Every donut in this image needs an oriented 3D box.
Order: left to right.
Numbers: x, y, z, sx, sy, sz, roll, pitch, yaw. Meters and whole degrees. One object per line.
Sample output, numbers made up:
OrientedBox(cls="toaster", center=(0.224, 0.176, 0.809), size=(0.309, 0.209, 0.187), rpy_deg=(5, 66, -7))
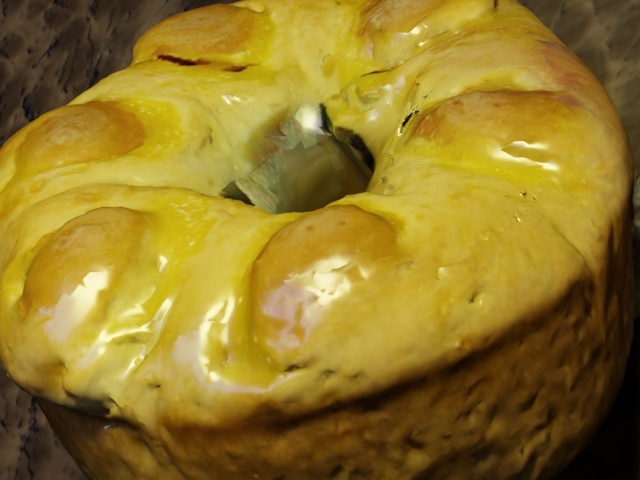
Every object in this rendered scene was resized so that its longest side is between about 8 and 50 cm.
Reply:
OrientedBox(cls="donut", center=(0.000, 0.000, 0.865), size=(0.299, 0.150, 0.317), rpy_deg=(3, 34, 34))

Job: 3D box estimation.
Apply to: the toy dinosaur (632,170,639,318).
OrientedBox(cls="toy dinosaur", center=(0.219, -0.012, 0.792), size=(0.294, 0.077, 0.162), rpy_deg=(-33, 65, 38))
